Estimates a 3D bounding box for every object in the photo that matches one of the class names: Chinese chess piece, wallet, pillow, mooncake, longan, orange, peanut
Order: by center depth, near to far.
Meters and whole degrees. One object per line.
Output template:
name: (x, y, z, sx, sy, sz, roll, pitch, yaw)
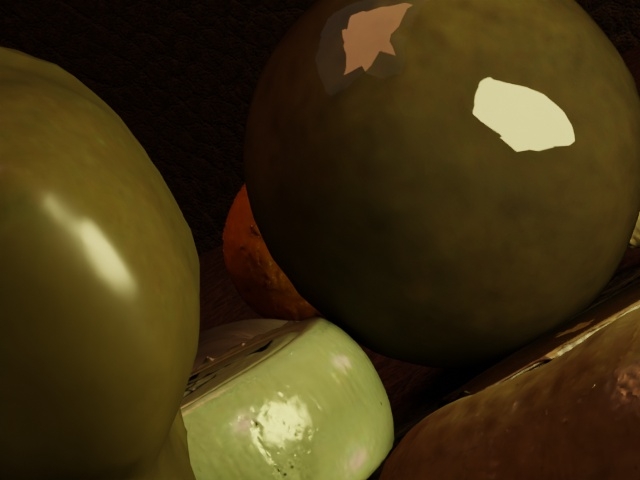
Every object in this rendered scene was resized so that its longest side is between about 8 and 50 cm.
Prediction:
peanut: (0.108, 0.094, 0.640, 0.253, 0.122, 0.137, -30, -6, 41)
mooncake: (-0.276, 0.098, 0.882, 0.467, 0.467, 0.262, -28, 15, 2)
wallet: (0.162, 0.065, 1.133, 0.176, 0.026, 0.095, -28, -1, -13)
Chinese chess piece: (-0.073, 0.145, 1.185, 0.250, 0.101, 0.250, -28, 4, 2)
longan: (0.084, -0.053, 1.239, 0.297, 0.297, 0.297, -28, 5, 3)
pillow: (-0.083, 0.123, 1.585, 0.144, 0.078, 0.254, -17, 8, 11)
orange: (0.000, 0.000, 1.740, 0.193, 0.193, 0.161, -29, 23, -2)

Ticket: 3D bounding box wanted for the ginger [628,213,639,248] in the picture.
ginger: (0.178, 0.002, 1.414, 0.288, 0.075, 0.089, -17, 53, 57)
